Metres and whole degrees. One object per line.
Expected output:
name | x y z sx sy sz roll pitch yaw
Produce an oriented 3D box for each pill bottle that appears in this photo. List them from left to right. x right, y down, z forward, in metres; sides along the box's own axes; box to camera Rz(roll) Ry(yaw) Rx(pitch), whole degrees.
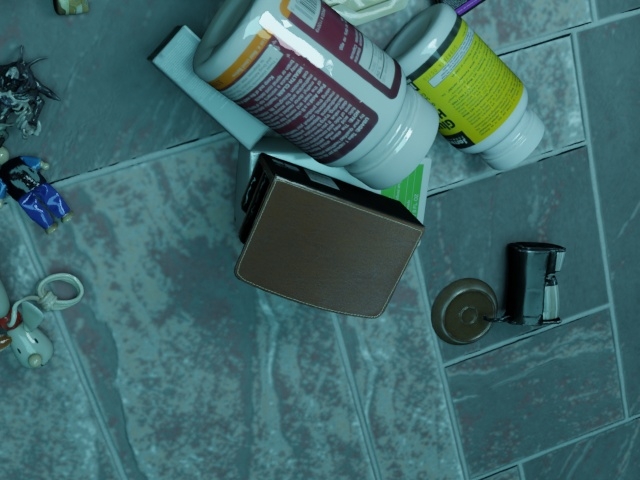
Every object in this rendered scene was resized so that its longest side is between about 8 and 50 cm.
pill bottle | 0.002 -0.265 1.311 0.392 0.224 0.224 33 95 -27
pill bottle | 0.293 -0.298 1.550 0.334 0.188 0.188 39 93 -20

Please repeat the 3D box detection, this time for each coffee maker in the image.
coffee maker | 0.467 0.097 1.737 0.171 0.120 0.178 -5 100 -27

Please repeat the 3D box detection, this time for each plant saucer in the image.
plant saucer | 0.340 0.170 1.783 0.169 0.029 0.168 -4 106 -13

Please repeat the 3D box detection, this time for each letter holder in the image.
letter holder | 0.000 0.000 1.421 0.302 0.152 0.214 18 106 -20

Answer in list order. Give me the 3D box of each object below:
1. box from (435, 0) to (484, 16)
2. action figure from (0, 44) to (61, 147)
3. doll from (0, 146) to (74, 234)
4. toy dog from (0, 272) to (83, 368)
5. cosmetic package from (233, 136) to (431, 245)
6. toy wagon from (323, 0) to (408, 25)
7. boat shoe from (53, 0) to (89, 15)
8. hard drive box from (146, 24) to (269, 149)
box | 0.274 -0.522 1.525 0.116 0.029 0.162 -35 141 -7
action figure | -0.569 -0.224 1.358 0.164 0.141 0.275 25 84 -16
doll | -0.562 -0.099 1.462 0.129 0.046 0.189 -36 111 -3
toy dog | -0.610 0.129 1.423 0.334 0.161 0.220 35 97 -33
cosmetic package | 0.018 -0.098 1.555 0.366 0.155 0.196 -1 109 -15
toy wagon | 0.065 -0.598 1.470 0.267 0.068 0.344 -22 109 -8
boat shoe | -0.447 -0.502 1.373 0.072 0.068 0.189 -10 118 -25
hard drive box | -0.203 -0.287 1.430 0.232 0.181 0.089 42 91 -22
